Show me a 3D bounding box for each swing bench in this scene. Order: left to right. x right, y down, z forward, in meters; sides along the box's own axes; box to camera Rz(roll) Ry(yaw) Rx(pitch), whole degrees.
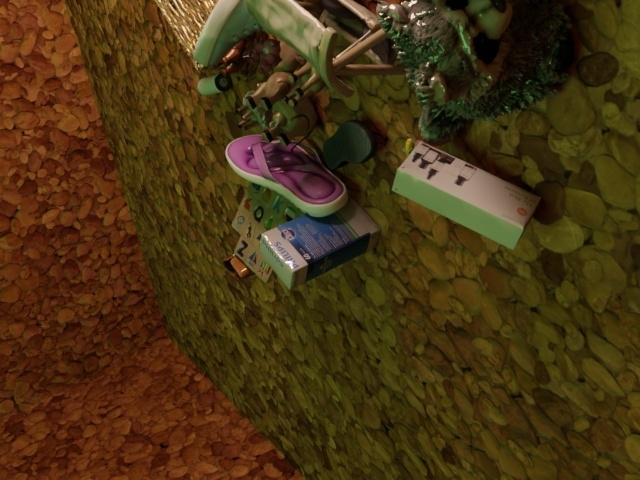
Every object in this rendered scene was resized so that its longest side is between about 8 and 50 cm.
[{"bbox_3d":[0.027,-0.402,1.300,0.253,0.255,0.165,48,149,29],"label":"swing bench"}]

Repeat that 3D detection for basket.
[{"bbox_3d":[-0.251,-0.596,1.808,0.213,0.223,0.299,-38,77,29],"label":"basket"}]

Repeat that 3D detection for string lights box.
[{"bbox_3d":[0.000,0.000,1.690,0.133,0.260,0.076,50,150,28],"label":"string lights box"}]

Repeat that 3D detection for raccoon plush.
[{"bbox_3d":[0.193,-0.226,1.109,0.216,0.299,0.446,52,151,22],"label":"raccoon plush"}]

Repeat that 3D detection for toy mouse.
[{"bbox_3d":[0.215,-0.152,1.358,0.143,0.031,0.161,33,180,29],"label":"toy mouse"}]

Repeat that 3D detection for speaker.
[{"bbox_3d":[-0.312,-0.457,2.077,0.136,0.055,0.055,8,120,58],"label":"speaker"}]

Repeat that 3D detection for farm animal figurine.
[{"bbox_3d":[-0.075,-0.363,1.637,0.330,0.172,0.326,32,152,35],"label":"farm animal figurine"}]

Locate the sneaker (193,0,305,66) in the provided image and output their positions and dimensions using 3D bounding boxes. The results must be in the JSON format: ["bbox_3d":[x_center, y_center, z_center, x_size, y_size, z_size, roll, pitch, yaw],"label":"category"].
[{"bbox_3d":[-0.108,-0.473,1.433,0.150,0.366,0.135,41,-162,-8],"label":"sneaker"}]

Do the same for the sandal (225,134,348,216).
[{"bbox_3d":[-0.084,-0.198,1.774,0.416,0.169,0.102,32,146,36],"label":"sandal"}]

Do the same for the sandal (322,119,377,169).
[{"bbox_3d":[0.071,-0.221,1.616,0.254,0.055,0.097,-178,72,-71],"label":"sandal"}]

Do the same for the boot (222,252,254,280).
[{"bbox_3d":[-0.142,0.039,2.013,0.283,0.220,0.109,18,131,55],"label":"boot"}]

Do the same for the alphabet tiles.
[{"bbox_3d":[-0.122,-0.072,1.913,0.285,0.011,0.342,39,110,40],"label":"alphabet tiles"}]

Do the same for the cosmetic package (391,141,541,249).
[{"bbox_3d":[0.256,-0.083,1.251,0.239,0.099,0.060,27,142,15],"label":"cosmetic package"}]
